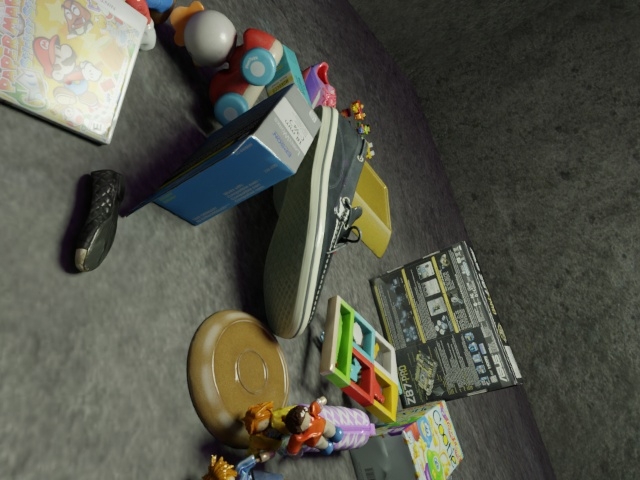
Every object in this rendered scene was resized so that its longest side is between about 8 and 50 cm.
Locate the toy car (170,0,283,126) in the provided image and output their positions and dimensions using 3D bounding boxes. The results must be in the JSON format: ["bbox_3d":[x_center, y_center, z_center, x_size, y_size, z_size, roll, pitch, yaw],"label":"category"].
[{"bbox_3d":[-0.225,-0.402,0.968,0.238,0.210,0.219,32,26,-18],"label":"toy car"}]

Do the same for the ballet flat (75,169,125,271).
[{"bbox_3d":[-0.322,-0.030,0.634,0.057,0.049,0.173,101,-10,-55],"label":"ballet flat"}]

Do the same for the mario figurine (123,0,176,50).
[{"bbox_3d":[-0.402,-0.461,0.797,0.198,0.170,0.320,23,23,-1],"label":"mario figurine"}]

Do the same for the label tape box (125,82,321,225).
[{"bbox_3d":[-0.152,-0.135,0.791,0.106,0.240,0.334,54,30,-24],"label":"label tape box"}]

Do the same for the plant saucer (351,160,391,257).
[{"bbox_3d":[0.144,-0.160,1.497,0.333,0.081,0.333,43,35,-35],"label":"plant saucer"}]

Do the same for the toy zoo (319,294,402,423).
[{"bbox_3d":[0.106,0.281,1.004,0.293,0.030,0.192,46,34,-30],"label":"toy zoo"}]

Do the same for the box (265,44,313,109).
[{"bbox_3d":[-0.098,-0.430,1.276,0.060,0.100,0.244,9,60,-56],"label":"box"}]

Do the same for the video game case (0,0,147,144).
[{"bbox_3d":[-0.376,-0.286,0.644,0.206,0.026,0.227,23,78,-52],"label":"video game case"}]

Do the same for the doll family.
[{"bbox_3d":[-0.089,0.336,0.651,0.263,0.118,0.163,-60,140,-21],"label":"doll family"}]

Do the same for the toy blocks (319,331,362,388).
[{"bbox_3d":[0.056,0.260,1.028,0.148,0.054,0.123,61,29,-7],"label":"toy blocks"}]

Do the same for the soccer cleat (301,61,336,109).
[{"bbox_3d":[0.007,-0.438,1.444,0.108,0.116,0.318,14,56,-56],"label":"soccer cleat"}]

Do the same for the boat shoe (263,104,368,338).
[{"bbox_3d":[0.003,-0.042,0.914,0.156,0.186,0.501,22,67,-28],"label":"boat shoe"}]

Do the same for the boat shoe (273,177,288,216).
[{"bbox_3d":[-0.067,-0.158,1.092,0.091,0.114,0.303,4,66,-54],"label":"boat shoe"}]

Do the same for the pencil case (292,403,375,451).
[{"bbox_3d":[0.017,0.358,0.845,0.206,0.088,0.086,28,47,-50],"label":"pencil case"}]

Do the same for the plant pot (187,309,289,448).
[{"bbox_3d":[-0.125,0.229,0.763,0.236,0.032,0.236,41,35,-39],"label":"plant pot"}]

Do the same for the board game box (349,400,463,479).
[{"bbox_3d":[0.204,0.479,1.009,0.275,0.142,0.144,8,61,-58],"label":"board game box"}]

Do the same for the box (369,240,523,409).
[{"bbox_3d":[0.334,0.242,1.241,0.097,0.318,0.395,21,49,-54],"label":"box"}]

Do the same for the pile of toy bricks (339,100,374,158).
[{"bbox_3d":[0.113,-0.399,1.639,0.105,0.118,0.212,-25,108,-35],"label":"pile of toy bricks"}]

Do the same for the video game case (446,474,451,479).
[{"bbox_3d":[0.296,0.645,1.165,0.173,0.022,0.190,58,28,-13],"label":"video game case"}]
